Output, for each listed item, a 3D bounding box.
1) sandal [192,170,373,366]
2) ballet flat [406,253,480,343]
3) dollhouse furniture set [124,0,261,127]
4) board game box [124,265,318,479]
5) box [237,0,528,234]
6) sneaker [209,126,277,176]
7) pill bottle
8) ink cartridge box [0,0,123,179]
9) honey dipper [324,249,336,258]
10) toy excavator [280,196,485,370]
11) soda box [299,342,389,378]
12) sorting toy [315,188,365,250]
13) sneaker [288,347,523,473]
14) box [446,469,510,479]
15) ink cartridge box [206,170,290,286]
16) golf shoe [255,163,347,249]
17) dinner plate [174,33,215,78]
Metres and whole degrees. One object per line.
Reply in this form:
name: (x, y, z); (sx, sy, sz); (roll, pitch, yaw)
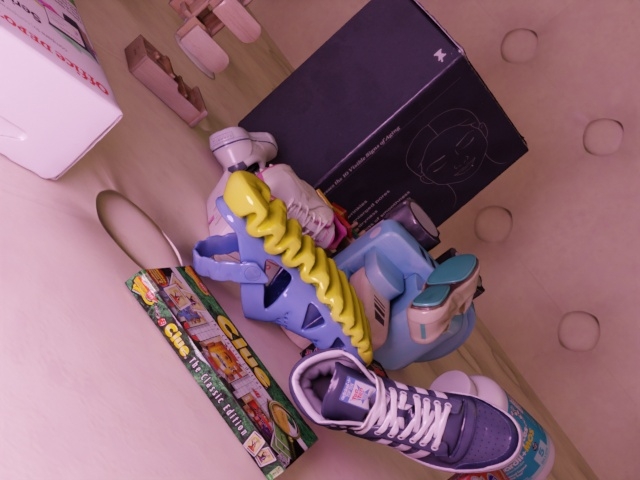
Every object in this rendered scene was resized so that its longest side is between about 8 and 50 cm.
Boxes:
sandal: (-0.050, 0.060, 1.136); (0.317, 0.138, 0.126); (50, 12, -13)
ballet flat: (0.203, 0.097, 1.396); (0.086, 0.086, 0.248); (51, 35, 3)
dollhouse furniture set: (-0.208, -0.355, 1.558); (0.161, 0.242, 0.212); (42, 15, -37)
board game box: (-0.105, 0.138, 0.954); (0.260, 0.030, 0.136); (52, 9, 8)
box: (0.159, -0.240, 1.994); (0.297, 0.480, 0.471); (56, 12, 32)
sneaker: (-0.140, -0.152, 1.618); (0.258, 0.094, 0.091); (-10, 81, -74)
pill bottle: (0.302, 0.342, 1.555); (0.264, 0.146, 0.146); (42, 14, -30)
ink cartridge box: (-0.353, -0.227, 0.930); (0.201, 0.117, 0.278); (36, 19, -51)
honey dipper: (0.000, 0.000, 1.767); (0.161, 0.030, 0.030); (54, 12, 23)
toy excavator: (0.105, 0.106, 1.463); (0.433, 0.222, 0.445); (44, 22, -22)
soda box: (0.042, 0.194, 1.266); (0.169, 0.053, 0.060); (37, 18, -50)
sorting toy: (0.047, -0.021, 1.750); (0.132, 0.046, 0.274); (47, -12, 27)
sneaker: (0.094, 0.202, 1.016); (0.282, 0.099, 0.153); (12, -15, 21)
box: (0.191, 0.372, 1.096); (0.128, 0.122, 0.257); (54, 12, 14)
ink cartridge box: (-0.102, -0.015, 1.279); (0.115, 0.067, 0.198); (28, 21, -24)
golf shoe: (-0.039, -0.052, 1.521); (0.140, 0.115, 0.306); (39, 9, 18)
dinner plate: (-0.298, -0.448, 2.069); (0.141, 0.017, 0.141); (49, 12, -14)
